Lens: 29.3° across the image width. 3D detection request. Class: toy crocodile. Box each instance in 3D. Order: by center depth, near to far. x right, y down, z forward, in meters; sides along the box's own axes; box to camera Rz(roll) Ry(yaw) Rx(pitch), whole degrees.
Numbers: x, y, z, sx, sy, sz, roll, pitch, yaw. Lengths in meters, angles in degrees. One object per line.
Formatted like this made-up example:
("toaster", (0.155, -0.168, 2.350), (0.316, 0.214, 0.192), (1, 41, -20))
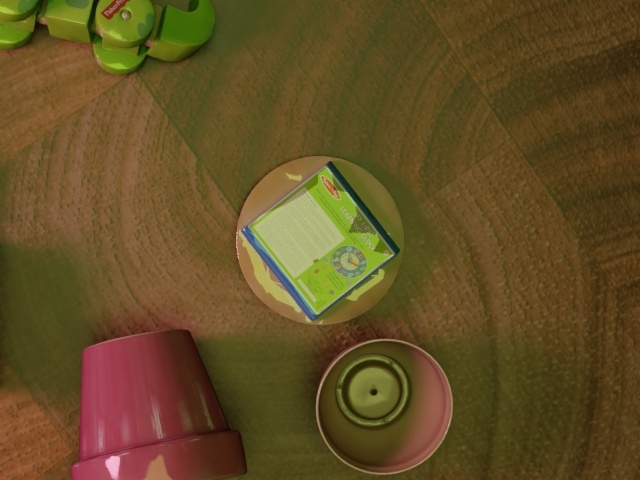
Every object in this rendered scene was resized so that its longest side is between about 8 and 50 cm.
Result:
("toy crocodile", (-0.292, -0.272, 1.407), (0.341, 0.115, 0.105), (12, 74, -9))

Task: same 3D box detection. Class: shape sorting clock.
("shape sorting clock", (0.000, 0.000, 1.492), (0.206, 0.040, 0.206), (0, 91, -4))

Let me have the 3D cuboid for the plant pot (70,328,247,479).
("plant pot", (-0.197, 0.204, 1.421), (0.201, 0.201, 0.180), (-11, 79, -5))

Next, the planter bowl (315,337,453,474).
("planter bowl", (0.069, 0.191, 1.479), (0.162, 0.109, 0.162), (0, 94, -7))
